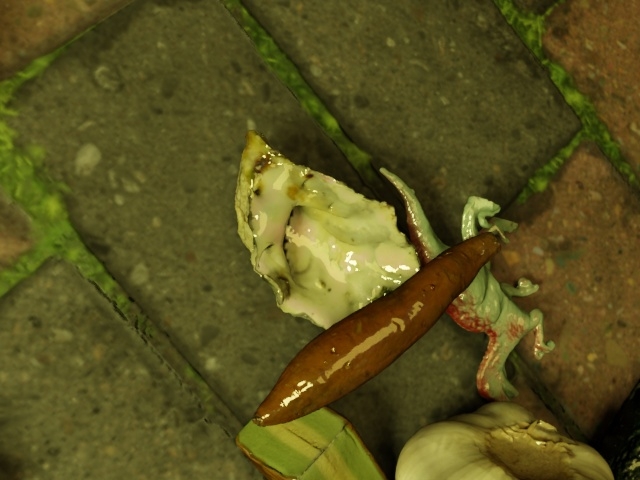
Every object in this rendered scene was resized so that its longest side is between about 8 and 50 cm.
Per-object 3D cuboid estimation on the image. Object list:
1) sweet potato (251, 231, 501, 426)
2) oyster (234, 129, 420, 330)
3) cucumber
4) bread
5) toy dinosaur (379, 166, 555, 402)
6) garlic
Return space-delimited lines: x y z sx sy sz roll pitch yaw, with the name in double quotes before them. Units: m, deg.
"sweet potato" 0.054 0.073 0.611 0.264 0.057 0.057 -33 95 -13
"oyster" -0.001 0.009 0.643 0.209 0.072 0.133 27 96 -22
"cucumber" 0.307 0.217 0.722 0.074 0.074 0.241 45 71 -9
"bread" 0.002 0.202 0.642 0.074 0.084 0.139 -47 130 -20
"toy dinosaur" 0.130 0.035 0.689 0.242 0.053 0.167 34 79 -22
"garlic" 0.151 0.264 0.634 0.199 0.199 0.226 -2 117 -21
